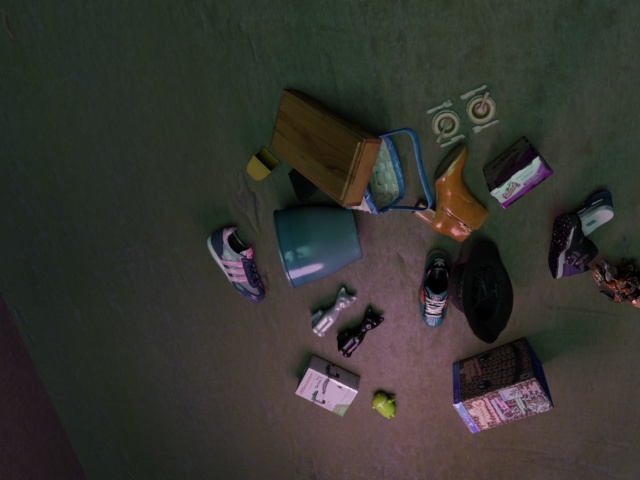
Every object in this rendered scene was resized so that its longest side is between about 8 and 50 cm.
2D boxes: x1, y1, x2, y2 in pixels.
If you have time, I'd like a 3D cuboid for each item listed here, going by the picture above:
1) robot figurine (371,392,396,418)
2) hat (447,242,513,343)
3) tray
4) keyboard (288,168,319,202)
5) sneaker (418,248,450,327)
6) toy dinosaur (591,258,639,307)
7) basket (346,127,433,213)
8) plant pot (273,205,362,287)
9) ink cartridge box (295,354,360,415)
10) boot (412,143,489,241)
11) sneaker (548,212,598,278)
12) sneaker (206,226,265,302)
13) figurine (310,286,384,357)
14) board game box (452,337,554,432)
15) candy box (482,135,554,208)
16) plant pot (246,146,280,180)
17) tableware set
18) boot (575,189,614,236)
[{"bbox_3d":[0.256,0.665,1.991,0.115,0.067,0.101,47,128,-10],"label":"robot figurine"},{"bbox_3d":[0.500,0.172,1.619,0.134,0.331,0.331,-4,116,45],"label":"hat"},{"bbox_3d":[-0.004,-0.286,1.469,0.411,0.076,0.202,41,126,39],"label":"tray"},{"bbox_3d":[-0.012,-0.274,1.563,0.317,0.033,0.201,-38,67,47],"label":"keyboard"},{"bbox_3d":[0.393,0.187,1.706,0.108,0.121,0.301,3,115,13],"label":"sneaker"},{"bbox_3d":[1.021,0.137,1.545,0.322,0.164,0.218,15,134,-20],"label":"toy dinosaur"},{"bbox_3d":[0.191,-0.209,1.508,0.289,0.201,0.254,7,121,46],"label":"basket"},{"bbox_3d":[0.000,0.000,1.648,0.256,0.271,0.271,-14,111,4],"label":"plant pot"},{"bbox_3d":[0.028,0.588,1.996,0.220,0.092,0.160,25,117,1],"label":"ink cartridge box"},{"bbox_3d":[0.449,-0.143,1.561,0.211,0.104,0.295,26,123,-5],"label":"boot"},{"bbox_3d":[0.786,0.007,1.511,0.124,0.107,0.283,-8,143,10],"label":"sneaker"},{"bbox_3d":[-0.287,0.092,1.831,0.131,0.112,0.319,-29,106,27],"label":"sneaker"},{"bbox_3d":[0.098,0.301,1.859,0.215,0.092,0.209,40,109,-6],"label":"figurine"},{"bbox_3d":[0.630,0.508,1.736,0.291,0.232,0.141,-29,104,23],"label":"board game box"},{"bbox_3d":[0.561,-0.201,1.422,0.071,0.233,0.159,45,115,-9],"label":"candy box"},{"bbox_3d":[-0.204,-0.251,1.673,0.081,0.081,0.083,45,126,-9],"label":"plant pot"},{"bbox_3d":[0.430,-0.371,1.484,0.194,0.039,0.128,-21,108,22],"label":"tableware set"},{"bbox_3d":[0.819,-0.074,1.519,0.069,0.086,0.190,29,146,-11],"label":"boot"}]
